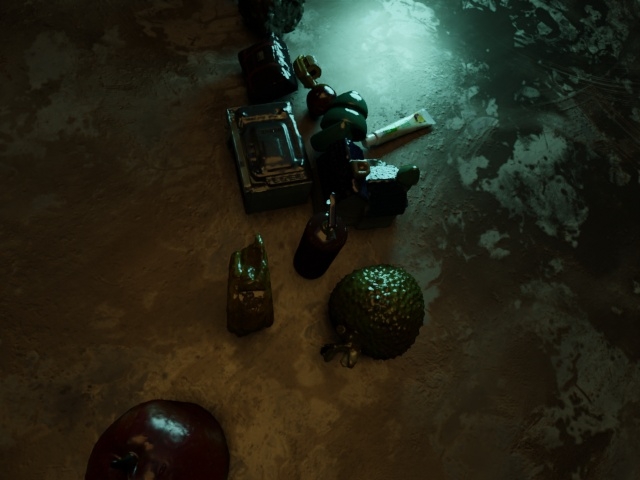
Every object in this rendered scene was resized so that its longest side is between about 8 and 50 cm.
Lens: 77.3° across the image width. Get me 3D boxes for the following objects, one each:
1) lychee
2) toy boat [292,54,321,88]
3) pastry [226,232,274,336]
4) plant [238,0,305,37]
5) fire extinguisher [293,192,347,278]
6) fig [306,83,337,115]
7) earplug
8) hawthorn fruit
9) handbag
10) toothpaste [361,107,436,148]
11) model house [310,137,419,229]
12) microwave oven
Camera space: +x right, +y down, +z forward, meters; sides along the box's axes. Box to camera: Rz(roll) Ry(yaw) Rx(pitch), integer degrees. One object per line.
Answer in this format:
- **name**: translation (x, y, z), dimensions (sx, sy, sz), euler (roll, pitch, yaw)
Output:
- **lychee**: translation (0.151, 0.201, 1.118), dimensions (0.270, 0.270, 0.320), euler (54, 33, 10)
- **toy boat**: translation (-0.047, -0.609, 1.419), dimensions (0.088, 0.068, 0.226), euler (-34, 40, 17)
- **pastry**: translation (-0.199, 0.137, 1.090), dimensions (0.132, 0.235, 0.240), euler (-7, 57, -8)
- **plant**: translation (-0.218, -0.922, 1.467), dimensions (0.213, 0.215, 0.312), euler (-32, 76, -15)
- **fire extinguisher**: translation (0.000, 0.000, 1.114), dimensions (0.114, 0.337, 0.135), euler (0, 70, -12)
- **fig**: translation (0.003, -0.511, 1.425), dimensions (0.109, 0.103, 0.154), euler (-4, 44, 1)
- **earplug**: translation (0.064, -0.387, 1.308), dimensions (0.164, 0.257, 0.280), euler (12, 74, 20)
- **hawthorn fruit**: translation (-0.362, 0.490, 0.879), dimensions (0.285, 0.369, 0.284), euler (-2, 57, 4)
- **handbag**: translation (-0.185, -0.581, 1.379), dimensions (0.169, 0.155, 0.215), euler (-23, 70, 26)
- **toothpaste**: translation (0.284, -0.406, 1.462), dimensions (0.314, 0.056, 0.058), euler (-27, 118, -21)
- **model house**: translation (0.135, -0.181, 1.239), dimensions (0.298, 0.284, 0.243), euler (-6, 77, -12)
- **microwave oven**: translation (-0.165, -0.266, 1.263), dimensions (0.238, 0.181, 0.295), euler (-12, 73, -12)
